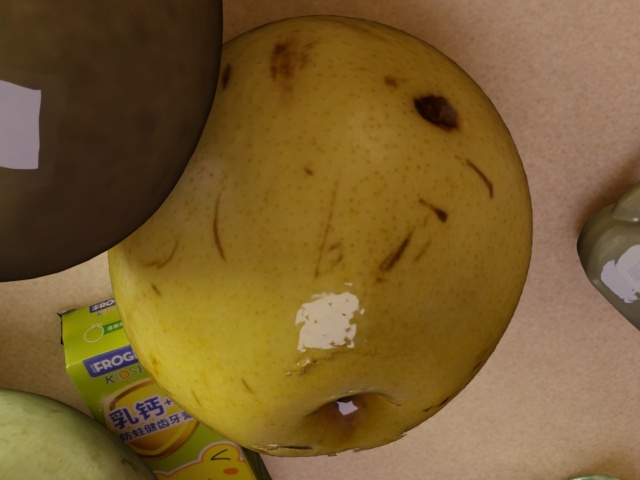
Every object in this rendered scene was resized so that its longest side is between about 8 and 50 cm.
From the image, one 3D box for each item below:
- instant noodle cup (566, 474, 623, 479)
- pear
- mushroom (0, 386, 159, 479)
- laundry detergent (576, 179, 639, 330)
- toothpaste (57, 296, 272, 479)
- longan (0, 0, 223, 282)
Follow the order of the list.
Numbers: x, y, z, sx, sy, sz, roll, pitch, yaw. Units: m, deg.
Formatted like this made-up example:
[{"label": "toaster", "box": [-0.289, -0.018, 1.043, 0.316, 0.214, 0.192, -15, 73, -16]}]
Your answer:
[{"label": "instant noodle cup", "box": [0.310, 0.368, 1.942, 0.215, 0.215, 0.236, -28, 121, 12]}, {"label": "pear", "box": [0.000, 0.000, 1.507, 0.348, 0.348, 0.348, -5, 129, -6]}, {"label": "mushroom", "box": [-0.280, 0.284, 1.683, 0.352, 0.260, 0.352, 25, 139, 24]}, {"label": "laundry detergent", "box": [0.366, -0.022, 1.700, 0.253, 0.091, 0.181, -39, 119, 20]}, {"label": "toothpaste", "box": [-0.131, 0.183, 1.779, 0.110, 0.077, 0.327, -18, 129, 5]}, {"label": "longan", "box": [-0.229, -0.144, 1.319, 0.361, 0.361, 0.361, -5, 129, -6]}]
